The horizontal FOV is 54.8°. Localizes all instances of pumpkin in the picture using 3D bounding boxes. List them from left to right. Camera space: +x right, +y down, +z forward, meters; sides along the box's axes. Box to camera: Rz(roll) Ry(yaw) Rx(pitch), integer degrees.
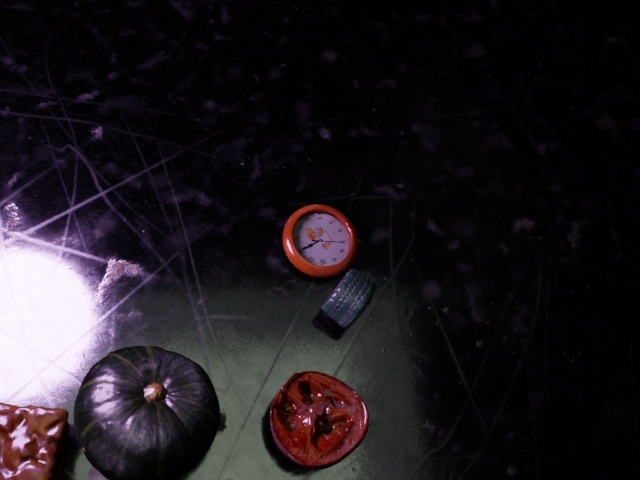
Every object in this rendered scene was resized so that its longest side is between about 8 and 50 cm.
[{"bbox_3d":[-0.364,0.364,1.296,0.299,0.207,0.300,12,47,-13],"label":"pumpkin"}]

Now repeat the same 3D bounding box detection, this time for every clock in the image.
[{"bbox_3d":[0.000,0.000,1.637,0.205,0.051,0.205,5,66,-12],"label":"clock"}]

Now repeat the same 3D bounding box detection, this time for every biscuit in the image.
[{"bbox_3d":[-0.709,0.477,1.188,0.394,0.166,0.343,10,65,-7],"label":"biscuit"}]

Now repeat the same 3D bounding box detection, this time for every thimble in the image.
[{"bbox_3d":[0.071,0.146,1.550,0.090,0.118,0.135,37,47,0],"label":"thimble"}]

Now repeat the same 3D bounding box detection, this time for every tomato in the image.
[{"bbox_3d":[-0.008,0.416,1.420,0.227,0.101,0.228,6,56,-9],"label":"tomato"}]

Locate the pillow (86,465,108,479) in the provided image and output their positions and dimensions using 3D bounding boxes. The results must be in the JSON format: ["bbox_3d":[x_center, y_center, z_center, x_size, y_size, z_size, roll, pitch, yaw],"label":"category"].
[{"bbox_3d":[-0.432,0.549,1.286,0.148,0.050,0.230,21,59,-10],"label":"pillow"}]
